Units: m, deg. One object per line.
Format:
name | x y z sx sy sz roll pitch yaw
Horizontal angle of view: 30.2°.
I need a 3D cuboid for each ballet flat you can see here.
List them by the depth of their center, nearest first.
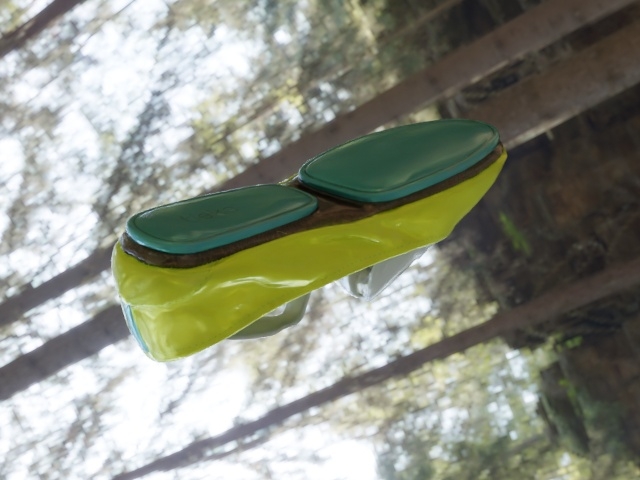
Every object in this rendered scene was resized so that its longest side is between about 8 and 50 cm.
ballet flat | 0.000 0.000 0.585 0.231 0.077 0.077 -21 -58 -36
